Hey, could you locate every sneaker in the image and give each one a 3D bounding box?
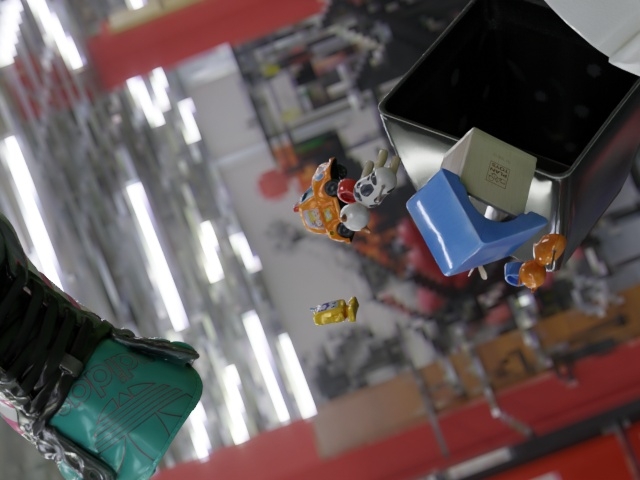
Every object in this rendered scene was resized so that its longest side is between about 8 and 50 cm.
[{"bbox_3d":[-0.169,0.078,1.148,0.178,0.124,0.295,27,166,19],"label":"sneaker"}]

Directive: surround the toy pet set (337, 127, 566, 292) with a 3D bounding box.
[{"bbox_3d":[0.073,0.001,0.932,0.114,0.122,0.065,-45,23,57],"label":"toy pet set"}]

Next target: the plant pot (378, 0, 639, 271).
[{"bbox_3d":[0.185,-0.087,1.604,0.187,0.188,0.167,23,146,28],"label":"plant pot"}]

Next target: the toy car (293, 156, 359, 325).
[{"bbox_3d":[0.000,0.000,1.212,0.122,0.040,0.060,-85,-21,-49],"label":"toy car"}]

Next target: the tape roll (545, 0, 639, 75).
[{"bbox_3d":[0.245,-0.245,1.165,0.246,0.169,0.246,23,-133,-27],"label":"tape roll"}]
